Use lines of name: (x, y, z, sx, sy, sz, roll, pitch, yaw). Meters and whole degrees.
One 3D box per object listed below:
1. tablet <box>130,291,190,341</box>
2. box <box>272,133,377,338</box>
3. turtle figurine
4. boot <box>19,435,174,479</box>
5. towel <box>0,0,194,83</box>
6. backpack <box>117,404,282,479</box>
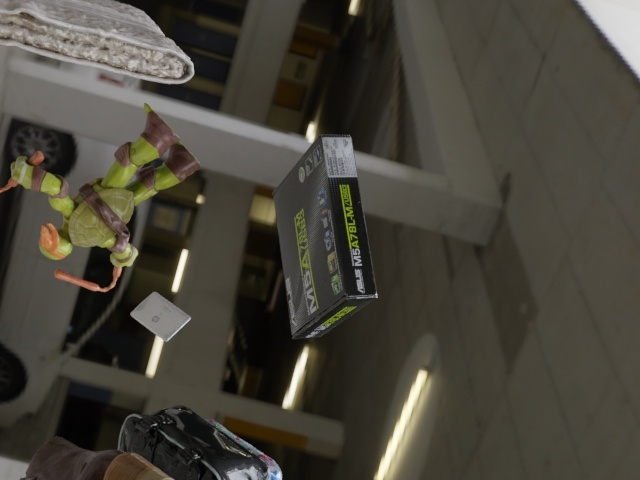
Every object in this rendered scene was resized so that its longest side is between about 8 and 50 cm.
tablet: (-0.242, 0.114, 1.544, 0.054, 0.083, 0.006, -45, 147, -23)
box: (0.000, 0.000, 1.168, 0.184, 0.045, 0.190, 140, -55, -61)
turtle figurine: (-0.248, -0.052, 1.148, 0.217, 0.269, 0.087, -43, -132, -5)
boot: (-0.268, 0.333, 1.069, 0.207, 0.090, 0.248, 4, -123, 39)
towel: (-0.287, -0.238, 1.071, 0.187, 0.282, 0.049, 50, -56, 52)
backpack: (-0.187, 0.378, 1.426, 0.191, 0.225, 0.253, 6, 104, -52)
